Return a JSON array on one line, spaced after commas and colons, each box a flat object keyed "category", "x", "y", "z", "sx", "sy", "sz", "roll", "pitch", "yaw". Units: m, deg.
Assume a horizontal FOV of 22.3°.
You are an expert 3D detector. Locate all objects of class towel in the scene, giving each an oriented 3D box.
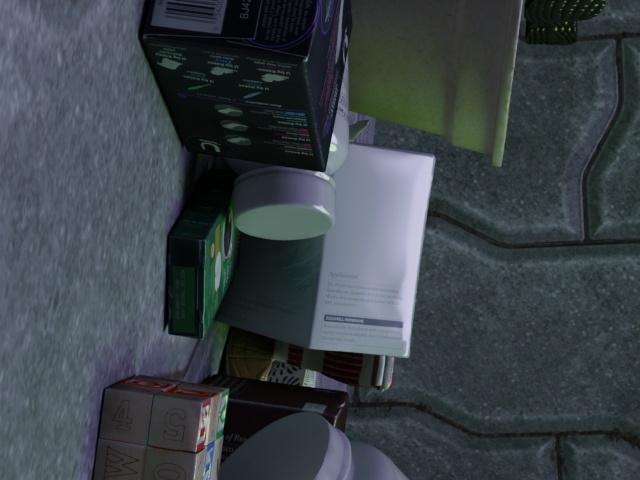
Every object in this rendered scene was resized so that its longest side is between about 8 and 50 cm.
[{"category": "towel", "x": 0.005, "y": 0.041, "z": 1.960, "sx": 0.329, "sy": 0.037, "sz": 0.237, "roll": 11, "pitch": -85, "yaw": 58}]

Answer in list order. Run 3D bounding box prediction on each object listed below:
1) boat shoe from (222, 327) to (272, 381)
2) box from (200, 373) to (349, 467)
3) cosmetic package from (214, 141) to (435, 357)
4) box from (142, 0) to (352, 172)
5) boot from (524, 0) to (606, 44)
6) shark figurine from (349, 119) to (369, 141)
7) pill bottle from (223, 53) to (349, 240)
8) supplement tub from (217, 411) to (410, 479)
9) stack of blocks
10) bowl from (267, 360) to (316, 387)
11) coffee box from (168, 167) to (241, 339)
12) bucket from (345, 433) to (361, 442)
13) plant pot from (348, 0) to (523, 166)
[{"category": "boat shoe", "x": -0.097, "y": 0.177, "z": 1.989, "sx": 0.059, "sy": 0.063, "sz": 0.170, "roll": 124, "pitch": -23, "yaw": -44}, {"category": "box", "x": -0.067, "y": 0.269, "z": 1.825, "sx": 0.168, "sy": 0.167, "sz": 0.203, "roll": -20, "pitch": 117, "yaw": -83}, {"category": "cosmetic package", "x": 0.000, "y": 0.000, "z": 1.810, "sx": 0.224, "sy": 0.138, "sz": 0.224, "roll": 10, "pitch": -88, "yaw": 59}, {"category": "box", "x": -0.057, "y": -0.188, "z": 1.451, "sx": 0.270, "sy": 0.143, "sz": 0.165, "roll": 79, "pitch": 21, "yaw": -72}, {"category": "boot", "x": 0.266, "y": -0.322, "z": 1.831, "sx": 0.246, "sy": 0.083, "sz": 0.161, "roll": 96, "pitch": -5, "yaw": -83}, {"category": "shark figurine", "x": 0.016, "y": -0.064, "z": 2.494, "sx": 0.278, "sy": 0.116, "sz": 0.166, "roll": -71, "pitch": 169, "yaw": -54}, {"category": "pill bottle", "x": -0.036, "y": -0.124, "z": 1.642, "sx": 0.131, "sy": 0.131, "sz": 0.229, "roll": 82, "pitch": 8, "yaw": -70}, {"category": "supplement tub", "x": 0.035, "y": 0.345, "z": 1.632, "sx": 0.316, "sy": 0.228, "sz": 0.228, "roll": 47, "pitch": 30, "yaw": -20}, {"category": "stack of blocks", "x": -0.148, "y": 0.274, "z": 1.436, "sx": 0.171, "sy": 0.087, "sz": 0.297, "roll": -8, "pitch": 105, "yaw": -84}, {"category": "bowl", "x": -0.058, "y": 0.230, "z": 2.291, "sx": 0.170, "sy": 0.080, "sz": 0.170, "roll": 7, "pitch": 90, "yaw": -85}, {"category": "coffee box", "x": -0.115, "y": 0.010, "z": 1.641, "sx": 0.184, "sy": 0.040, "sz": 0.113, "roll": -70, "pitch": 164, "yaw": -63}, {"category": "bucket", "x": -0.016, "y": 0.381, "z": 2.037, "sx": 0.183, "sy": 0.281, "sz": 0.281, "roll": 80, "pitch": 18, "yaw": -54}, {"category": "plant pot", "x": 0.077, "y": -0.267, "z": 1.853, "sx": 0.334, "sy": 0.305, "sz": 0.333, "roll": 7, "pitch": 90, "yaw": -85}]
